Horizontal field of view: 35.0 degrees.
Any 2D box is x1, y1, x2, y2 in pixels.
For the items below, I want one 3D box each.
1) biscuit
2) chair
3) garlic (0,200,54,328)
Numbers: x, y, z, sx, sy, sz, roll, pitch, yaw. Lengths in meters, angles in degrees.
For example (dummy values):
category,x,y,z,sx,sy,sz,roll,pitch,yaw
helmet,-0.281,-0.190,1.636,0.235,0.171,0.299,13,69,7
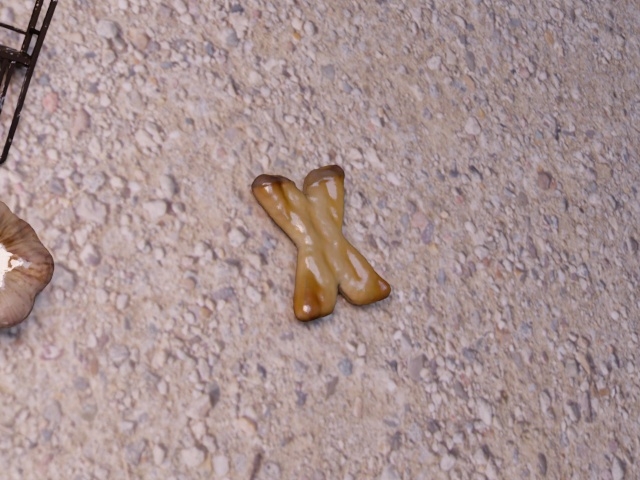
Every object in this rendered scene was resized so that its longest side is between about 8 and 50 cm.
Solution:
category,x,y,z,sx,sy,sz,roll,pitch,yaw
biscuit,-0.001,0.000,1.385,0.164,0.047,0.207,-12,78,-38
chair,-0.383,-0.197,1.184,0.084,0.101,0.212,16,99,-29
garlic,-0.366,0.026,1.073,0.159,0.102,0.147,15,75,-18
